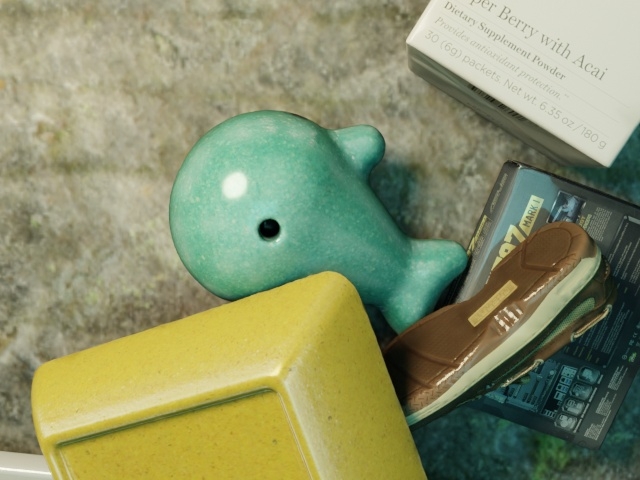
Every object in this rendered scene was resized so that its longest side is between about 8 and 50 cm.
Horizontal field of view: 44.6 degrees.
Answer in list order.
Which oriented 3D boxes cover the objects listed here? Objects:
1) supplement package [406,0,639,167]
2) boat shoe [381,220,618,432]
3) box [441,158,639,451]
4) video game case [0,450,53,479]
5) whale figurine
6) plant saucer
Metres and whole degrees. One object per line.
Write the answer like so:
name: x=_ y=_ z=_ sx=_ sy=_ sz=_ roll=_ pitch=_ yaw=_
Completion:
supplement package: x=0.218 y=-0.225 z=0.612 sx=0.178 sy=0.175 sz=0.293 roll=32 pitch=98 yaw=3
boat shoe: x=0.146 y=0.100 z=0.671 sx=0.257 sy=0.095 sz=0.095 roll=-39 pitch=118 yaw=13
box: x=0.219 y=0.062 z=0.737 sx=0.183 sy=0.059 sz=0.232 roll=19 pitch=101 yaw=-5
video game case: x=-0.191 y=0.365 z=0.789 sx=0.329 sy=0.036 sz=0.299 roll=6 pitch=105 yaw=-1
whale figurine: x=0.000 y=0.000 z=0.680 sx=0.272 sy=0.141 sz=0.216 roll=29 pitch=99 yaw=-9
plant saucer: x=-0.078 y=0.229 z=0.643 sx=0.333 sy=0.081 sz=0.332 roll=-19 pitch=94 yaw=21
